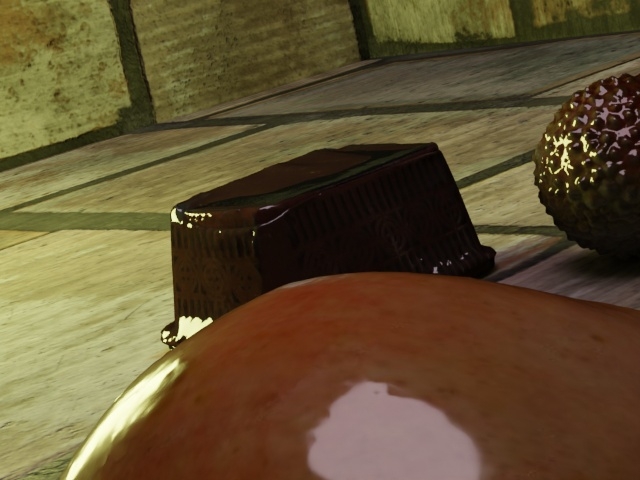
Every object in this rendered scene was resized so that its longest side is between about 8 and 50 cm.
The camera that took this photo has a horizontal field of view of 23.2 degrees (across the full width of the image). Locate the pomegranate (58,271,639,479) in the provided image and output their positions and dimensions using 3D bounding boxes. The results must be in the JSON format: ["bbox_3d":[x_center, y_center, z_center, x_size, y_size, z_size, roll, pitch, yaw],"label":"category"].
[{"bbox_3d":[0.050,0.123,0.403,0.270,0.252,0.229,-29,29,31],"label":"pomegranate"}]

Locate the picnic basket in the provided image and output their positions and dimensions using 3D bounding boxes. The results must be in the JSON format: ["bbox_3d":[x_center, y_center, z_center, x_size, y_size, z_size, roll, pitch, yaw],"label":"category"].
[{"bbox_3d":[0.000,0.000,1.390,0.297,0.129,0.222,-23,18,-40],"label":"picnic basket"}]

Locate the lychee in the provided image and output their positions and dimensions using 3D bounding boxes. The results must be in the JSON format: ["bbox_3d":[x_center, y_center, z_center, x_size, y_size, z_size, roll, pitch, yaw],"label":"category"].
[{"bbox_3d":[0.264,-0.066,1.354,0.165,0.165,0.197,-14,28,-11],"label":"lychee"}]
